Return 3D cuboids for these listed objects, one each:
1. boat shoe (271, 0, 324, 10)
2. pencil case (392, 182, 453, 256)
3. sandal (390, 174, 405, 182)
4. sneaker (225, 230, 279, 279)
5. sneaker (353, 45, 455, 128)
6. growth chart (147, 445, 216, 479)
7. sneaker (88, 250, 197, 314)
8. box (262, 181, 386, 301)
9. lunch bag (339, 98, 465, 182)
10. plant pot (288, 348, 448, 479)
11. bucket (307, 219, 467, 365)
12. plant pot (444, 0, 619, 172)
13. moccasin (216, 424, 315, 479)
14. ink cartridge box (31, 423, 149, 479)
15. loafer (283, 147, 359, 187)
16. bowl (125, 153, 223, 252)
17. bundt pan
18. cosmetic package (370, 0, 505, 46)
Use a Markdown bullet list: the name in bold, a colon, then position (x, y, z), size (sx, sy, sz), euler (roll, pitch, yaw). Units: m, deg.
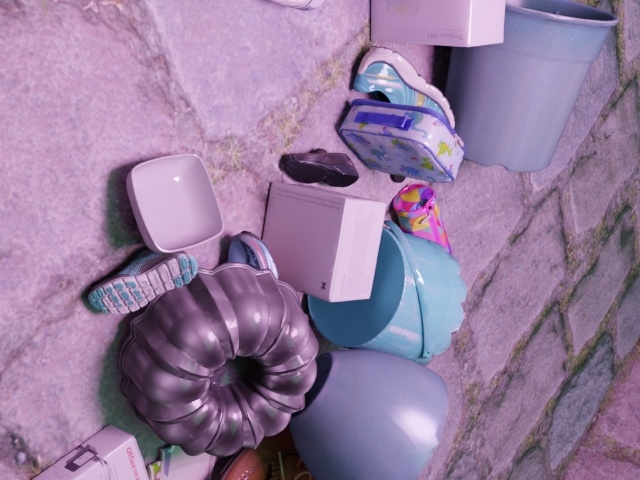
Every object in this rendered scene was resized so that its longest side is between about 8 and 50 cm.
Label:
- **boat shoe**: position (-0.044, -0.553, 1.208), size (0.156, 0.135, 0.367), euler (-7, 117, -46)
- **pencil case**: position (0.232, -0.014, 1.728), size (0.104, 0.104, 0.236), euler (-50, 136, -27)
- **sandal**: position (0.202, -0.206, 1.672), size (0.067, 0.040, 0.179), euler (24, 84, -49)
- **sneaker**: position (-0.147, 0.115, 1.316), size (0.125, 0.104, 0.262), euler (-8, 108, -46)
- **sneaker**: position (0.165, -0.281, 1.568), size (0.275, 0.107, 0.110), euler (30, 90, -38)
- **growth chart**: position (-0.247, 0.425, 1.365), size (0.172, 0.021, 0.237), euler (8, 96, -50)
- **sneaker**: position (-0.271, 0.055, 1.180), size (0.166, 0.076, 0.065), euler (-21, 126, -16)
- **box**: position (0.000, 0.000, 1.389), size (0.119, 0.181, 0.182), euler (0, 102, -51)
- **lunch bag**: position (0.156, -0.191, 1.480), size (0.176, 0.219, 0.090), euler (38, 72, -48)
- **plant pot**: position (0.056, 0.304, 1.372), size (0.195, 0.290, 0.290), euler (37, 70, -14)
- **bucket**: position (0.122, 0.100, 1.509), size (0.183, 0.281, 0.281), euler (18, 88, -46)
- **plant pot**: position (0.411, -0.344, 1.659), size (0.341, 0.341, 0.334), euler (-20, 128, -45)
- **moccasin**: position (-0.054, 0.435, 1.488), size (0.380, 0.147, 0.139), euler (-8, 134, -52)
- **ink cartridge box**: position (-0.348, 0.372, 1.192), size (0.150, 0.063, 0.109), euler (-33, 126, -40)
- **loafer**: position (-0.004, -0.142, 1.448), size (0.170, 0.062, 0.061), euler (9, 56, -44)
- **bowl**: position (-0.226, -0.053, 1.177), size (0.142, 0.053, 0.142), euler (-20, 92, -47)
- **bundt pan**: position (-0.145, 0.208, 1.239), size (0.330, 0.124, 0.331), euler (-12, 118, -22)
- **cosmetic package**: position (0.220, -0.483, 1.455), size (0.138, 0.224, 0.225), euler (-22, 118, -45)
